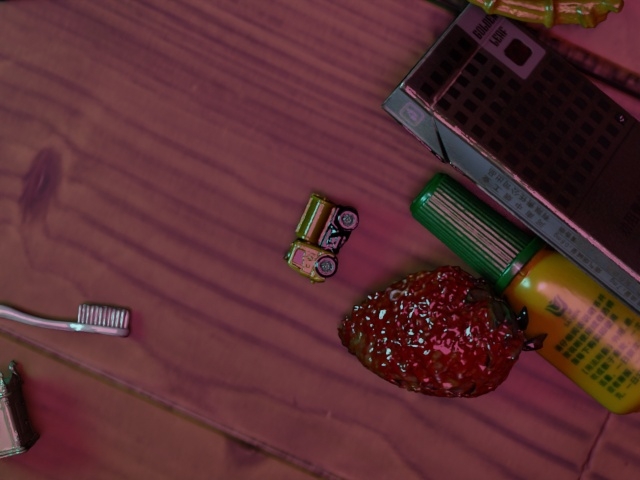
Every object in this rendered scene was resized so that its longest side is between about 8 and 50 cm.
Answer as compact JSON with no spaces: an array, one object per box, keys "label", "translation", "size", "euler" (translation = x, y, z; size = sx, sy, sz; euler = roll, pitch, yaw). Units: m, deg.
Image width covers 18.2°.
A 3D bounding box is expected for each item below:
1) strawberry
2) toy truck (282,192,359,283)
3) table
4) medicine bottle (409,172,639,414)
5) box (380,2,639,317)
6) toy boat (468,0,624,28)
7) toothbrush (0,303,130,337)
[{"label":"strawberry","translation":[0.114,0.098,1.928],"size":[0.192,0.085,0.140],"euler":[21,127,1]},{"label":"toy truck","translation":[0.000,0.000,1.963],"size":[0.054,0.049,0.083],"euler":[24,95,-1]},{"label":"table","translation":[-0.322,0.170,1.968],"size":[0.062,0.079,0.083],"euler":[-15,94,3]},{"label":"medicine bottle","translation":[0.219,0.046,1.952],"size":[0.309,0.076,0.111],"euler":[39,98,-4]},{"label":"box","translation":[0.229,-0.081,1.887],"size":[0.325,0.180,0.047],"euler":[39,137,1]},{"label":"toy boat","translation":[0.146,-0.302,1.899],"size":[0.318,0.099,0.141],"euler":[38,75,-4]},{"label":"toothbrush","translation":[-0.341,0.064,1.984],"size":[0.307,0.025,0.030],"euler":[7,88,-1]}]
